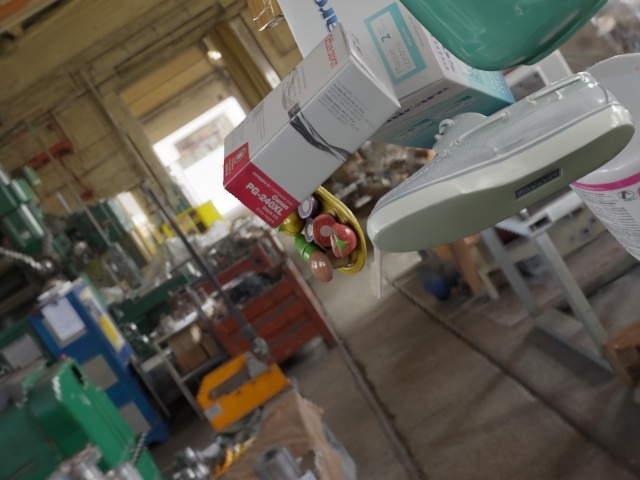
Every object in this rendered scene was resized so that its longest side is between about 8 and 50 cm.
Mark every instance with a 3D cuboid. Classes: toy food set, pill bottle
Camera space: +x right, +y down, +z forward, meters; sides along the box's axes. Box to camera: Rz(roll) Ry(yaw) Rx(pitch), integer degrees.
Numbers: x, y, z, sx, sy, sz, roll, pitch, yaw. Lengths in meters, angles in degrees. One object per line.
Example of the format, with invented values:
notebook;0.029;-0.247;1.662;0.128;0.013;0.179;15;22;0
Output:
toy food set;0.000;0.000;1.368;0.071;0.218;0.128;-27;-42;-30
pill bottle;0.387;-0.067;1.026;0.160;0.283;0.160;-26;45;30

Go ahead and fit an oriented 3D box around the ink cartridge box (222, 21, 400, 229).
ink cartridge box;-0.010;-0.098;0.763;0.150;0.063;0.109;-42;23;17

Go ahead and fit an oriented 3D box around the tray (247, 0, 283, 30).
tray;-0.111;-0.491;1.185;0.076;0.410;0.203;-19;10;-7

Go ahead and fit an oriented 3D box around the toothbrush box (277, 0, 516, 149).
toothbrush box;0.083;-0.224;0.981;0.126;0.216;0.295;-27;-9;24

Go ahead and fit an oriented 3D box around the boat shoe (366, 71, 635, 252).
boat shoe;0.134;-0.065;0.729;0.228;0.081;0.079;-25;-28;-2

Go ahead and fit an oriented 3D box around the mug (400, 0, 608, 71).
mug;0.129;-0.175;0.545;0.158;0.097;0.129;-43;8;14
